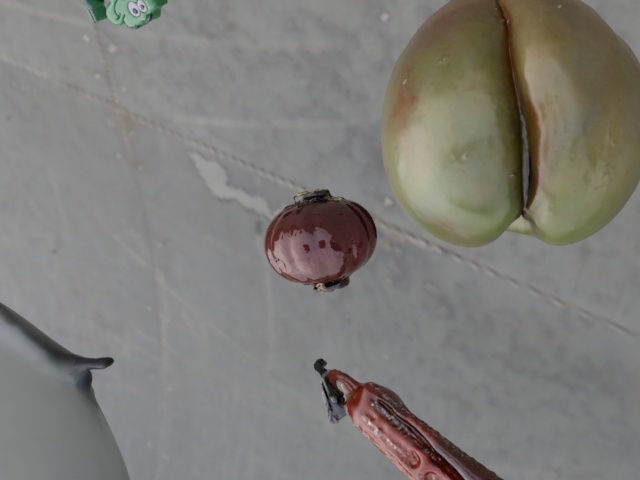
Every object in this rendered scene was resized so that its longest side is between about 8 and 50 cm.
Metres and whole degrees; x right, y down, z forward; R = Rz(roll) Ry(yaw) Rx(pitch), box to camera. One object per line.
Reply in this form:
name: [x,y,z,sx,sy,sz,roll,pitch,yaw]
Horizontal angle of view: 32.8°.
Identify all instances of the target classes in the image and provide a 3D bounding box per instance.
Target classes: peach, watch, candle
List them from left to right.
watch: [-0.227,-0.338,1.260,0.165,0.152,0.131,40,126,-10]
candle: [0.109,0.213,1.064,0.302,0.059,0.084,39,130,13]
peach: [0.206,-0.133,1.171,0.292,0.292,0.247,27,180,19]

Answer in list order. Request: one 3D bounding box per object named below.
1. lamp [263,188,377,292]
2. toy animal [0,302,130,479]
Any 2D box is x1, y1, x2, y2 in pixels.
lamp: [0.000,0.000,0.951,0.101,0.101,0.090,-1,102,48]
toy animal: [-0.210,0.137,0.371,0.251,0.310,0.251,32,128,52]
